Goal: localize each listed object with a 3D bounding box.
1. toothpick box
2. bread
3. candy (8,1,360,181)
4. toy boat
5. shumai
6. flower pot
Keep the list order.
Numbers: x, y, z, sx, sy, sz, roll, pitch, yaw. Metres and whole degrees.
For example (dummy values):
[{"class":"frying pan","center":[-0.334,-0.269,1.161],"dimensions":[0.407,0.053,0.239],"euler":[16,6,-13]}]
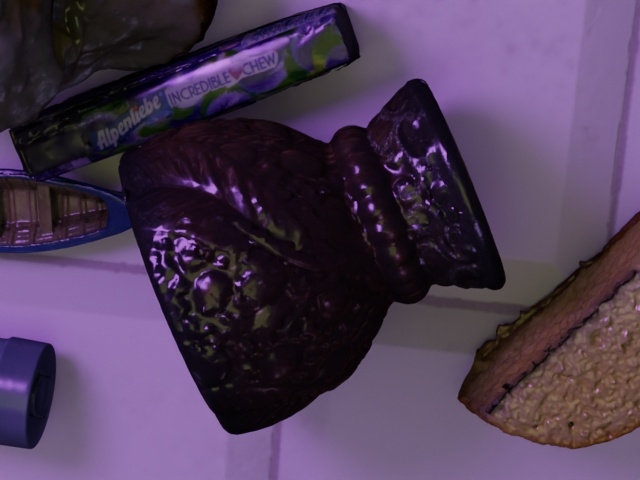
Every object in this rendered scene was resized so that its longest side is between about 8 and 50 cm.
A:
[{"class":"toothpick box","center":[-0.331,0.132,1.695],"dimensions":[0.153,0.101,0.101],"euler":[8,107,6]},{"class":"bread","center":[0.250,0.095,1.601],"dimensions":[0.134,0.129,0.260],"euler":[38,108,-12]},{"class":"candy","center":[-0.115,-0.130,1.598],"dimensions":[0.312,0.088,0.061],"euler":[-19,101,12]},{"class":"toy boat","center":[-0.264,-0.030,1.668],"dimensions":[0.229,0.046,0.080],"euler":[-1,105,7]},{"class":"shumai","center":[-0.226,-0.228,1.553],"dimensions":[0.263,0.304,0.309],"euler":[1,93,-27]},{"class":"flower pot","center":[0.000,0.000,1.545],"dimensions":[0.267,0.266,0.267],"euler":[-21,103,2]}]
